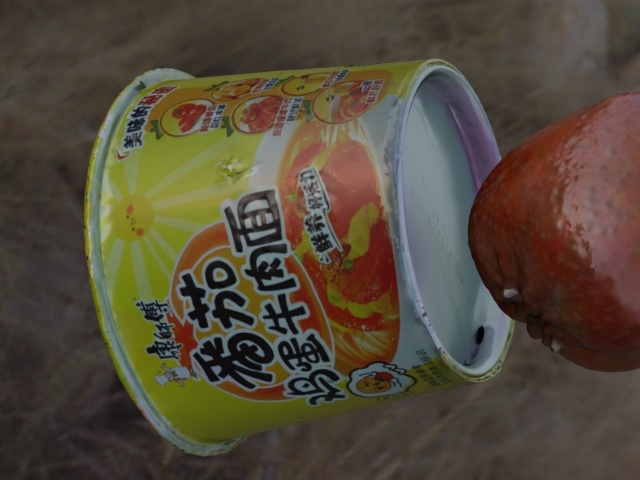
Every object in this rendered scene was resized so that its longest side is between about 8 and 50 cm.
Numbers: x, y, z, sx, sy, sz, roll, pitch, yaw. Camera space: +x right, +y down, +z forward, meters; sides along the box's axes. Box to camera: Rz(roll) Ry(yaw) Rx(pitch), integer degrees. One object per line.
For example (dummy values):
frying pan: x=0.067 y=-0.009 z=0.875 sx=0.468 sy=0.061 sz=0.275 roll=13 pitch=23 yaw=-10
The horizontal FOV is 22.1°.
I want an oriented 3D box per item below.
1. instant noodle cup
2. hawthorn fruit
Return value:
instant noodle cup: x=0.000 y=0.000 z=1.050 sx=0.264 sy=0.200 sz=0.264 roll=28 pitch=58 yaw=-58
hawthorn fruit: x=0.210 y=-0.056 z=0.964 sx=0.165 sy=0.285 sz=0.165 roll=37 pitch=0 yaw=0
